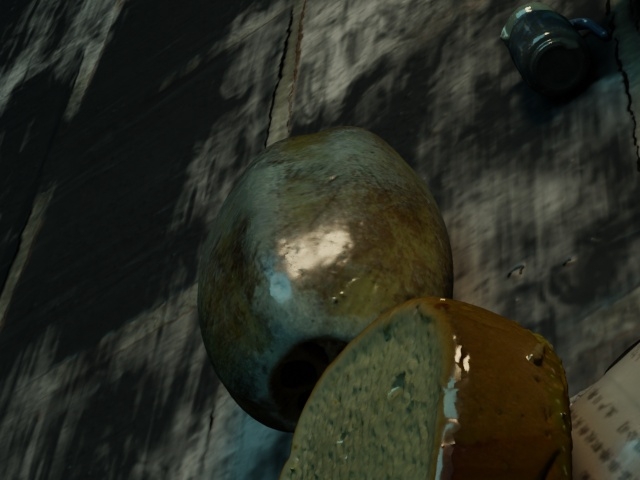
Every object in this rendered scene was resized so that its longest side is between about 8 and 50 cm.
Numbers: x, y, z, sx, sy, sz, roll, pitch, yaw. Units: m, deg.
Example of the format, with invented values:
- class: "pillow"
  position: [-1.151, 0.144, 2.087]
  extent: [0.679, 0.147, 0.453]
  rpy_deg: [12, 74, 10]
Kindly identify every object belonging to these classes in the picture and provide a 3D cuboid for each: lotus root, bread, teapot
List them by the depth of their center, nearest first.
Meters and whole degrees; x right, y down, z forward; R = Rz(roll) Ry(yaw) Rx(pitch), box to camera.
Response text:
- class: "bread"
  position: [0.039, 0.136, 0.894]
  extent: [0.236, 0.070, 0.236]
  rpy_deg: [-57, 20, 35]
- class: "lotus root"
  position: [0.000, 0.000, 1.193]
  extent: [0.158, 0.140, 0.322]
  rpy_deg: [-35, 22, 16]
- class: "teapot"
  position: [0.161, -0.137, 1.282]
  extent: [0.063, 0.049, 0.083]
  rpy_deg: [-38, 24, 11]

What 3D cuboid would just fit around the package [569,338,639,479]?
- class: "package"
  position: [0.191, 0.089, 0.852]
  extent: [0.204, 0.062, 0.251]
  rpy_deg: [-43, 28, 2]
